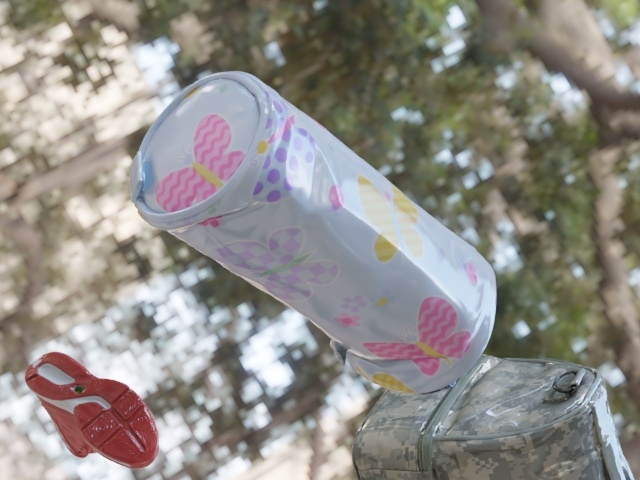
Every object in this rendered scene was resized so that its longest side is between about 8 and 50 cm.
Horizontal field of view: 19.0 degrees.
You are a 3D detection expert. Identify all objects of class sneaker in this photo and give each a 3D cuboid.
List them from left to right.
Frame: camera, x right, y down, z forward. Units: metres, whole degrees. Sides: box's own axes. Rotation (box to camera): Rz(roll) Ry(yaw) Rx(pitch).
[{"bbox_3d":[-0.259,0.228,2.319,0.221,0.087,0.128,37,-21,37],"label":"sneaker"}]

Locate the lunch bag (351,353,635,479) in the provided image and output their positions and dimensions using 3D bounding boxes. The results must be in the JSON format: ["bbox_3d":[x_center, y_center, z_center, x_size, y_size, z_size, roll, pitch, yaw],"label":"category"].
[{"bbox_3d":[0.214,0.278,2.014,0.256,0.212,0.305,-4,-65,34],"label":"lunch bag"}]

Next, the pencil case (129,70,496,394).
[{"bbox_3d":[0.000,0.000,1.258,0.124,0.113,0.273,-18,-39,34],"label":"pencil case"}]
